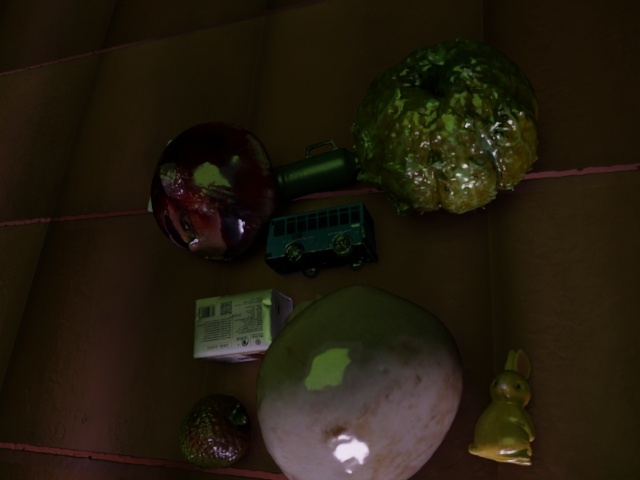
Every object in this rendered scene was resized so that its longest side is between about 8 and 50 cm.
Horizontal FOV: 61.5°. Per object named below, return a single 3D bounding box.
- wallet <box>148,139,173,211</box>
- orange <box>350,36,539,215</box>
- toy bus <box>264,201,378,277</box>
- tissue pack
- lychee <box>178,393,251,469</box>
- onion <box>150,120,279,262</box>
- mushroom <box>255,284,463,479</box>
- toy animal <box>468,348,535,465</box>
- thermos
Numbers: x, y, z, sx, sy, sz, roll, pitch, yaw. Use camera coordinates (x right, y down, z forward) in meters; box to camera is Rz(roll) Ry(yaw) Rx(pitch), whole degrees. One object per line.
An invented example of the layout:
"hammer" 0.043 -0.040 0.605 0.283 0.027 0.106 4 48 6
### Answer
"wallet" -0.299 -0.138 1.159 0.124 0.032 0.182 2 71 22
"orange" 0.193 -0.192 0.872 0.301 0.223 0.300 -1 63 23
"toy bus" 0.000 0.000 0.944 0.185 0.090 0.106 -9 65 17
"tissue pack" -0.130 0.151 0.925 0.149 0.099 0.106 -10 67 18
"lychee" -0.167 0.308 0.868 0.146 0.114 0.114 -44 57 24
"onion" -0.214 -0.088 0.985 0.272 0.195 0.271 2 94 34
"mushroom" 0.031 0.188 0.752 0.297 0.297 0.290 -52 38 -5
"toy animal" 0.260 0.225 0.755 0.083 0.070 0.159 4 65 26
"thermos" -0.001 -0.130 1.009 0.188 0.073 0.083 -14 63 15
